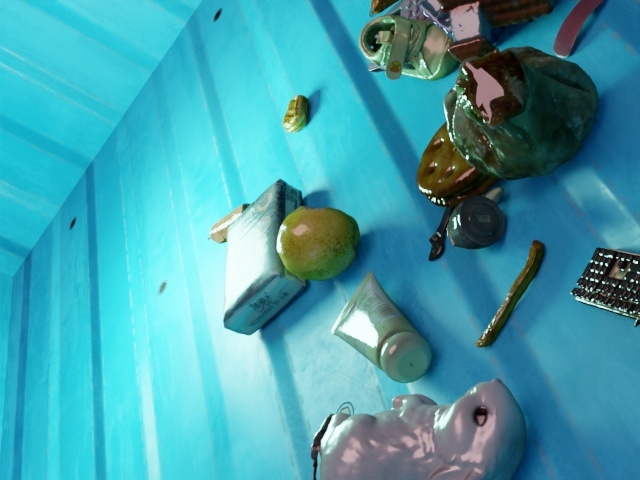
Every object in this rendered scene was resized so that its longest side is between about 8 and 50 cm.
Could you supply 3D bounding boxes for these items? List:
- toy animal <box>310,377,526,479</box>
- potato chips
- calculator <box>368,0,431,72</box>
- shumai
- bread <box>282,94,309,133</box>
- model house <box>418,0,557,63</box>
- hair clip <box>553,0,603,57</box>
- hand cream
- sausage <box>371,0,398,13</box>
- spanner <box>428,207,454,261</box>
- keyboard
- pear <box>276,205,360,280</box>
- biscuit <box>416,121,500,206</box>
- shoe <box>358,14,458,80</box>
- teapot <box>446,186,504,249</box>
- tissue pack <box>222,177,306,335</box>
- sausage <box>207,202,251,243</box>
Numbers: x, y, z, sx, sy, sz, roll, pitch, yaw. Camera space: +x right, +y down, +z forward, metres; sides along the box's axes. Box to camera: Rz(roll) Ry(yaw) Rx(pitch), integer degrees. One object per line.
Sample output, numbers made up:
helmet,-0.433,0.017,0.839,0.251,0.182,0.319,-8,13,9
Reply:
toy animal,0.156,0.344,1.565,0.357,0.194,0.258,-20,39,41
potato chips,0.316,0.092,1.662,0.204,0.026,0.037,-62,25,3
calculator,0.226,-0.503,2.299,0.294,0.043,0.194,-30,42,40
shumai,0.343,-0.212,1.639,0.222,0.260,0.225,-162,68,-82
bread,-0.064,-0.327,2.612,0.083,0.044,0.111,-39,34,42
model house,0.345,-0.485,1.946,0.294,0.251,0.329,-12,77,27
hair clip,0.468,-0.396,1.828,0.137,0.022,0.054,-57,32,10
hand cream,0.106,0.167,1.871,0.147,0.093,0.306,-58,27,5
sausage,0.173,-0.589,2.379,0.183,0.054,0.062,-42,-24,-26
spanner,0.245,-0.056,1.914,0.046,0.012,0.209,3,68,58
keyboard,0.451,0.069,1.394,0.106,0.027,0.317,-63,17,-3
pear,0.000,0.000,2.117,0.178,0.178,0.178,-39,37,37
biscuit,0.269,-0.161,1.888,0.220,0.066,0.220,-36,34,28
shoe,0.188,-0.413,2.176,0.262,0.128,0.140,18,104,48
teapot,0.278,-0.030,1.789,0.092,0.124,0.091,66,151,6
tissue pack,-0.136,0.037,2.362,0.228,0.103,0.316,-43,33,34
sausage,-0.230,-0.037,2.621,0.169,0.065,0.065,-30,42,43
